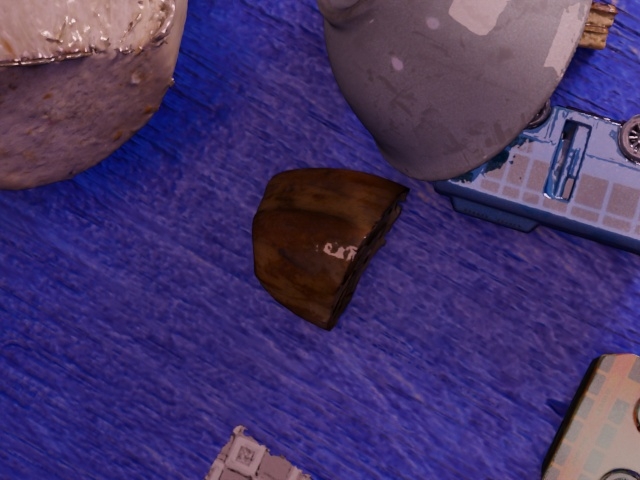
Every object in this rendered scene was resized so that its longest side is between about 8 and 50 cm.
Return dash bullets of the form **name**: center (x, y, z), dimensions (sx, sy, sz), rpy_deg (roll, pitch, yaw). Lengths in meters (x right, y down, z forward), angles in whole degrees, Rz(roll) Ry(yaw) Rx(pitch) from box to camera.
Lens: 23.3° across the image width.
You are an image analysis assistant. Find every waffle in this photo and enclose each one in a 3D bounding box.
- **waffle**: center (0.219, -0.204, 1.434), dimensions (0.102, 0.148, 0.042), rpy_deg (9, 100, 6)

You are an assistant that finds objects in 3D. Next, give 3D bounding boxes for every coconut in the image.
- **coconut**: center (-0.306, -0.247, 1.406), dimensions (0.346, 0.346, 0.360), rpy_deg (-32, 65, 5)

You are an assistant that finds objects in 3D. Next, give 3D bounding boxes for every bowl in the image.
- **bowl**: center (0.084, -0.220, 1.361), dimensions (0.146, 0.313, 0.313), rpy_deg (19, 90, -30)

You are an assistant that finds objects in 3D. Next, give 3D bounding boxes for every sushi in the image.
- **sushi**: center (-0.078, 0.298, 1.507), dimensions (0.139, 0.031, 0.201), rpy_deg (31, 92, 8)

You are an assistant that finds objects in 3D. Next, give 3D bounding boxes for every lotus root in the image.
- **lotus root**: center (-0.003, 0.000, 1.483), dimensions (0.135, 0.095, 0.159), rpy_deg (16, 84, 11)

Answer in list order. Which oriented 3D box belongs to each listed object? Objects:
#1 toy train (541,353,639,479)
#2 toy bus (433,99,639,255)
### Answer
- **toy train**: center (0.272, 0.190, 1.447), dimensions (0.099, 0.072, 0.188), rpy_deg (27, 91, 7)
- **toy bus**: center (0.218, -0.068, 1.443), dimensions (0.234, 0.116, 0.134), rpy_deg (17, 92, 6)
